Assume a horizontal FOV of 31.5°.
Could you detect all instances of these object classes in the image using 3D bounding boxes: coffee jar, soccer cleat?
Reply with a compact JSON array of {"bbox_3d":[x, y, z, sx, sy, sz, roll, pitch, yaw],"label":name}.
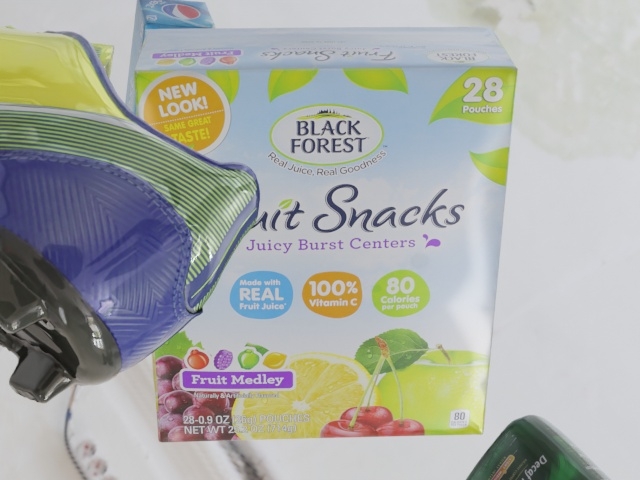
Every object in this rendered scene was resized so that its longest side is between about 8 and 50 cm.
[{"bbox_3d":[0.188,0.209,0.785,0.184,0.079,0.096,37,-88,40],"label":"coffee jar"},{"bbox_3d":[-0.146,-0.052,0.441,0.289,0.093,0.121,35,-120,26],"label":"soccer cleat"}]

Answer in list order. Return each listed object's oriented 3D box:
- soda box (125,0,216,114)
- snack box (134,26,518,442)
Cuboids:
[{"bbox_3d":[-0.148,-0.119,1.073,0.067,0.210,0.071,2,-148,-18],"label":"soda box"},{"bbox_3d":[0.000,0.000,0.572,0.174,0.207,0.070,-2,-154,-3],"label":"snack box"}]
